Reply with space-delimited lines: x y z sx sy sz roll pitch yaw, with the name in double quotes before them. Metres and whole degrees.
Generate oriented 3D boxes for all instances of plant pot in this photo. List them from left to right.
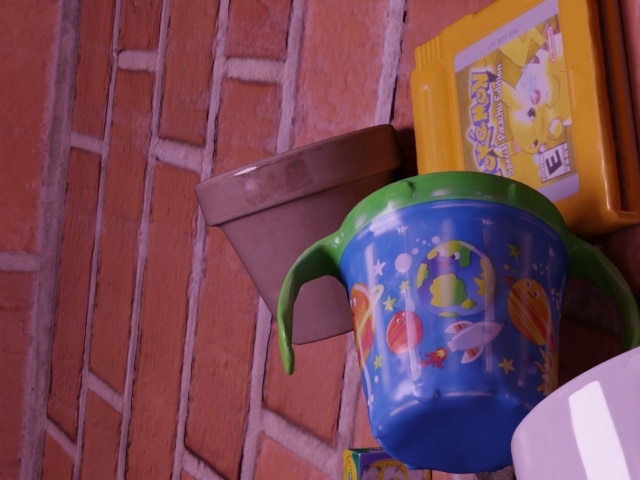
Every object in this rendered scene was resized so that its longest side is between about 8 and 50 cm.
"plant pot" 0.000 0.000 1.515 0.263 0.263 0.229 -17 90 59

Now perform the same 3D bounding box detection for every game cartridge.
"game cartridge" 0.206 -0.123 1.322 0.323 0.052 0.285 -22 69 57

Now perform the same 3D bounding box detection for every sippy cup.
"sippy cup" 0.130 0.091 1.160 0.305 0.240 0.224 -23 48 28

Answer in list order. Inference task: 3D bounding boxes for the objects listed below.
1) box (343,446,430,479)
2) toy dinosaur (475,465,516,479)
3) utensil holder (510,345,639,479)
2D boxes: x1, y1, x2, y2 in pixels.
"box" 0.078 0.338 1.459 0.043 0.105 0.179 1 90 61
"toy dinosaur" 0.203 0.225 1.272 0.313 0.121 0.160 47 140 46
"utensil holder" 0.322 0.281 0.824 0.327 0.327 0.386 -51 44 47
